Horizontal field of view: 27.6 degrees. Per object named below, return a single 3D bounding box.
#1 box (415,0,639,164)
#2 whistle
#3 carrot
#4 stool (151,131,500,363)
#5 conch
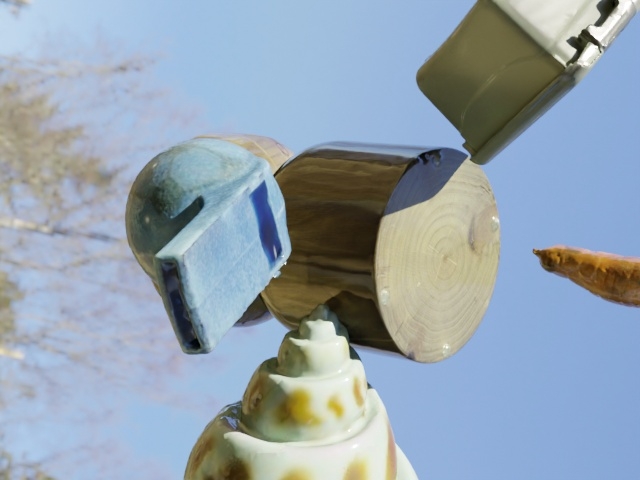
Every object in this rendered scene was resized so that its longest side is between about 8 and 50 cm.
[{"bbox_3d":[0.149,-0.147,0.977,0.124,0.093,0.172,-49,-179,-29],"label":"box"},{"bbox_3d":[-0.064,-0.002,0.649,0.090,0.090,0.158,-57,176,34],"label":"whistle"},{"bbox_3d":[0.304,0.038,1.126,0.059,0.247,0.059,9,90,-70],"label":"carrot"},{"bbox_3d":[0.000,0.000,1.130,0.264,0.179,0.179,7,-98,39],"label":"stool"},{"bbox_3d":[-0.012,0.241,1.066,0.249,0.197,0.368,-78,148,-66],"label":"conch"}]
